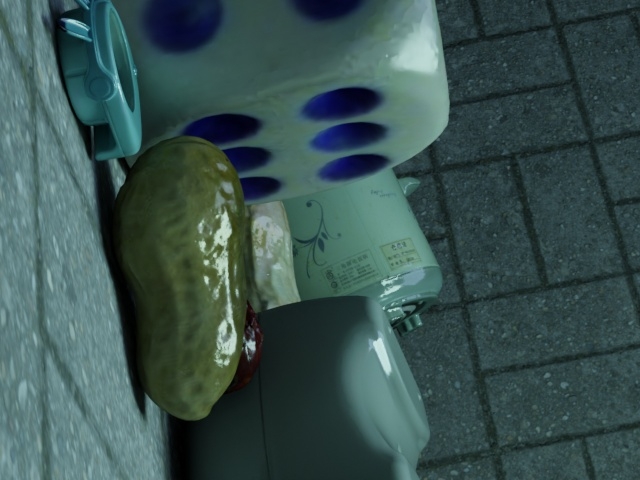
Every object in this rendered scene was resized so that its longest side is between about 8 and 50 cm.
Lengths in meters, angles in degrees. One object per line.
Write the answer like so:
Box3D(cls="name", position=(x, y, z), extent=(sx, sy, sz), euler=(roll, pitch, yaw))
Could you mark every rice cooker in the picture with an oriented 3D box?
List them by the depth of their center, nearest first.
Box3D(cls="rice cooker", position=(0.000, 0.000, 1.968), extent=(0.264, 0.316, 0.317), euler=(126, -44, -68))

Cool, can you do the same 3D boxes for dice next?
Box3D(cls="dice", position=(-0.052, -0.221, 1.456), extent=(0.277, 0.304, 0.304), euler=(75, 5, -69))

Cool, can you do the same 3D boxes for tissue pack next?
Box3D(cls="tissue pack", position=(-0.015, 0.226, 1.454), extent=(0.333, 0.236, 0.229), euler=(-99, 169, -50))

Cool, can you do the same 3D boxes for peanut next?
Box3D(cls="peanut", position=(-0.117, 0.031, 1.288), extent=(0.120, 0.110, 0.236), euler=(103, -14, -84))

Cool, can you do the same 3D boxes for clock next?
Box3D(cls="clock", position=(-0.178, -0.143, 1.226), extent=(0.147, 0.045, 0.108), euler=(76, 4, -53))

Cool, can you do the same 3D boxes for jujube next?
Box3D(cls="jujube", position=(-0.107, 0.072, 1.414), extent=(0.166, 0.104, 0.104), euler=(-110, -174, -48))

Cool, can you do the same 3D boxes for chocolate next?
Box3D(cls="chocolate", position=(-0.080, 0.062, 1.703), extent=(0.134, 0.134, 0.309), euler=(75, 6, -67))
